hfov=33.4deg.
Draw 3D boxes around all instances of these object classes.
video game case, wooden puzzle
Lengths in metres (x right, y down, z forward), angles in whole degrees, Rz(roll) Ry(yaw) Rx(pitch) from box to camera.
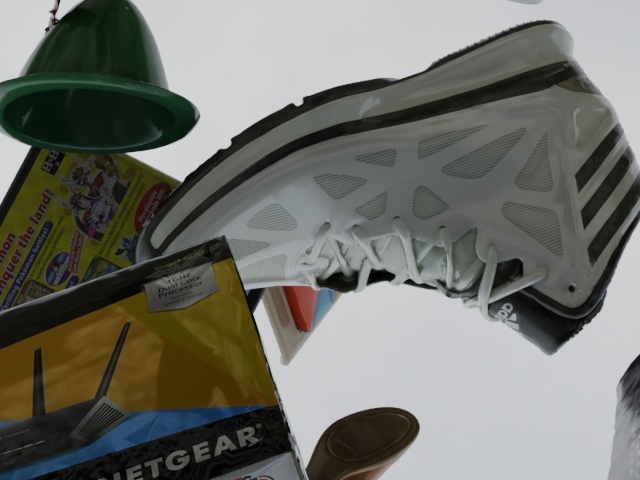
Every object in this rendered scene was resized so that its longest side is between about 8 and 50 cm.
[{"bbox_3d":[-0.199,0.063,0.978,0.248,0.035,0.275,27,-93,-9],"label":"video game case"},{"bbox_3d":[0.000,0.000,1.249,0.044,0.238,0.221,16,-132,29],"label":"wooden puzzle"}]

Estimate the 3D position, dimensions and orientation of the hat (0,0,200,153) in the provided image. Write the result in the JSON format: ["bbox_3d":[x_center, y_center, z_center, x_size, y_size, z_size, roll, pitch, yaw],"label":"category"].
[{"bbox_3d":[-0.179,-0.186,0.866,0.208,0.173,0.183,-20,-113,55],"label":"hat"}]

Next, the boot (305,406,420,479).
[{"bbox_3d":[0.026,0.271,1.121,0.197,0.152,0.073,-29,-136,-17],"label":"boot"}]

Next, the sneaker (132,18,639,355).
[{"bbox_3d":[0.086,0.001,0.888,0.447,0.169,0.257,-25,-110,-14],"label":"sneaker"}]

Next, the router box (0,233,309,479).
[{"bbox_3d":[-0.102,0.075,0.384,0.179,0.046,0.133,-19,-146,-4],"label":"router box"}]

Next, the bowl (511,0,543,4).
[{"bbox_3d":[0.123,-0.201,0.673,0.170,0.080,0.170,15,-151,-9],"label":"bowl"}]

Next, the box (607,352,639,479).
[{"bbox_3d":[0.361,0.130,0.321,0.480,0.472,0.297,38,-76,12],"label":"box"}]
